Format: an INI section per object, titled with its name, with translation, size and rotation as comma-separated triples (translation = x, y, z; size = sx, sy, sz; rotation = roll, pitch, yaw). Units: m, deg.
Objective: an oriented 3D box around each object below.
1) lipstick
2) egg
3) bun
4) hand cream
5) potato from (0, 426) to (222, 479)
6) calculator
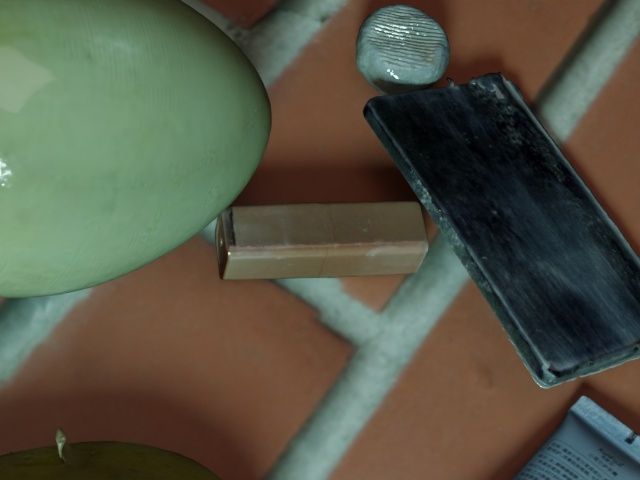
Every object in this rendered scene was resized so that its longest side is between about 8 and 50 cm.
[lipstick]
translation = 0.000, 0.000, 0.988
size = 0.145, 0.045, 0.045
rotation = -1, 58, -14
[egg]
translation = -0.167, -0.076, 0.900
size = 0.296, 0.218, 0.218
rotation = -10, 61, -32
[bun]
translation = 0.063, -0.147, 1.090
size = 0.083, 0.045, 0.083
rotation = 6, 55, -8
[hand cream]
translation = 0.126, 0.205, 0.886
size = 0.091, 0.058, 0.271
rotation = 36, 55, 25
[potato]
translation = -0.156, 0.212, 0.792
size = 0.299, 0.116, 0.239
rotation = -22, 61, -24
[calculator]
translation = 0.149, -0.018, 1.019
size = 0.161, 0.021, 0.261
rotation = -12, 60, -37
